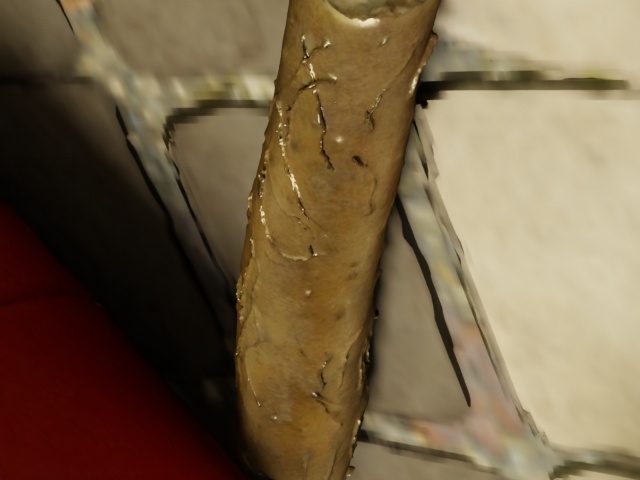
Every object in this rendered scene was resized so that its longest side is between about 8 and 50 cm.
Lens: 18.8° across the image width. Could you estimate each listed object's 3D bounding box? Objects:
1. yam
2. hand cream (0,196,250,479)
[{"bbox_3d":[0.000,0.000,0.378,0.032,0.032,0.145,36,142,22],"label":"yam"},{"bbox_3d":[-0.127,0.093,0.439,0.149,0.230,0.230,49,146,10],"label":"hand cream"}]
